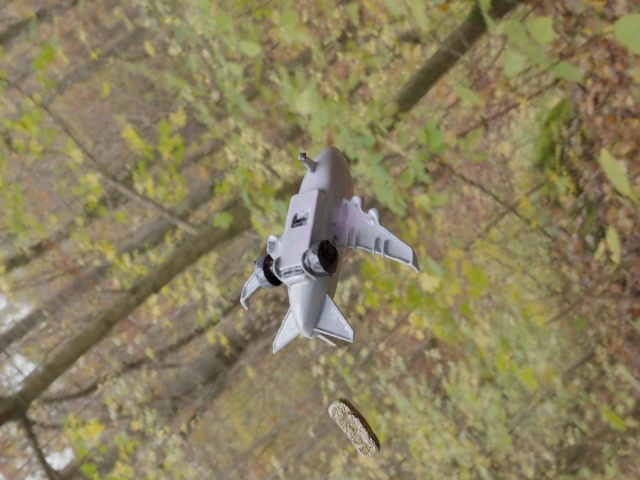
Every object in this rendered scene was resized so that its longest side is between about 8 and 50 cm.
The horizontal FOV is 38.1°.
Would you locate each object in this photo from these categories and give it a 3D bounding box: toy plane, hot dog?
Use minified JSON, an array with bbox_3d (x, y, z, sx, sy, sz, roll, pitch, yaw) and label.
[{"bbox_3d":[-0.003,-0.001,1.059,0.251,0.255,0.101,-13,152,37],"label":"toy plane"},{"bbox_3d":[0.048,0.251,1.250,0.090,0.030,0.034,52,-166,3],"label":"hot dog"}]
